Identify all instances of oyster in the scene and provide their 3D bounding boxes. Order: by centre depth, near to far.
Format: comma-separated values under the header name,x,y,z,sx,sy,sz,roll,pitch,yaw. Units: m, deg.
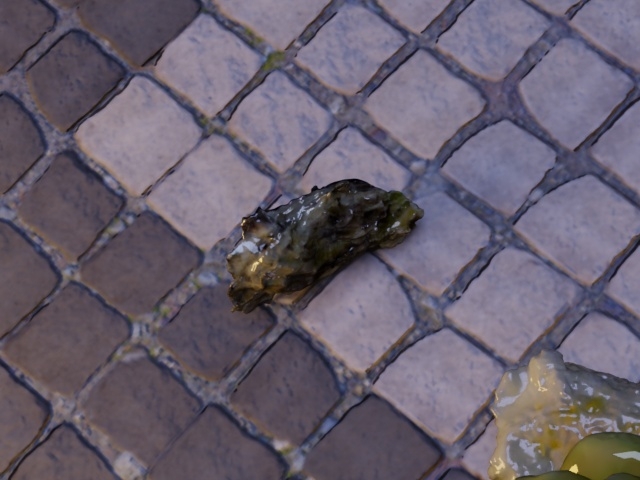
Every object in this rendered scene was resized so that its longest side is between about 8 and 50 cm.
name,x,y,z,sx,sy,sz,roll,pitch,yaw
oyster,-0.002,-0.003,1.501,0.166,0.108,0.053,-33,45,-15

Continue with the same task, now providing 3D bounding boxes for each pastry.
name,x,y,z,sx,sy,sz,roll,pitch,yaw
pastry,0.247,0.159,1.402,0.259,0.089,0.121,12,73,15

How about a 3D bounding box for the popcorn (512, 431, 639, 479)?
name,x,y,z,sx,sy,sz,roll,pitch,yaw
popcorn,0.196,0.303,1.238,0.334,0.292,0.293,41,39,-3
